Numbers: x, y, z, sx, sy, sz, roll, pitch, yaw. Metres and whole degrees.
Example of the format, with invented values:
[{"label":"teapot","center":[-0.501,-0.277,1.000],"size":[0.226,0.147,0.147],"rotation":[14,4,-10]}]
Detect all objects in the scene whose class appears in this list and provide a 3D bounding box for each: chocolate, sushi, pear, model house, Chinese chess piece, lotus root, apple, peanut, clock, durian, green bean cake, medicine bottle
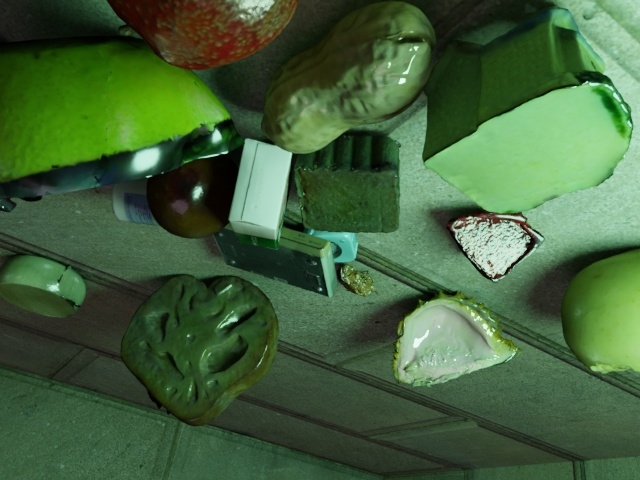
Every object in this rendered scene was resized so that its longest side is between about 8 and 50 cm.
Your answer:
[{"label":"chocolate","center":[-0.209,-0.083,0.945],"size":[0.177,0.176,0.176],"rotation":[7,149,4]},{"label":"sushi","center":[0.083,0.093,1.284],"size":[0.118,0.061,0.060],"rotation":[20,174,-29]},{"label":"pear","center":[-0.315,-0.180,0.755],"size":[0.399,0.399,0.165],"rotation":[-1,108,18]},{"label":"model house","center":[0.250,-0.171,0.688],"size":[0.195,0.189,0.214],"rotation":[22,145,-35]},{"label":"Chinese chess piece","center":[-0.760,0.128,1.553],"size":[0.238,0.092,0.237],"rotation":[8,148,5]},{"label":"lotus root","center":[-0.293,0.259,1.386],"size":[0.391,0.374,0.111],"rotation":[-8,151,7]},{"label":"apple","center":[0.587,0.141,1.047],"size":[0.279,0.279,0.279],"rotation":[7,149,4]},{"label":"peanut","center":[0.025,-0.203,0.757],"size":[0.149,0.149,0.313],"rotation":[32,145,-32]},{"label":"clock","center":[0.000,0.001,1.176],"size":[0.147,0.045,0.108],"rotation":[3,147,14]},{"label":"durian","center":[0.295,0.207,1.339],"size":[0.305,0.185,0.195],"rotation":[-14,122,28]},{"label":"green bean cake","center":[0.049,-0.096,0.956],"size":[0.173,0.094,0.181],"rotation":[2,147,11]},{"label":"medicine bottle","center":[-0.288,-0.076,1.076],"size":[0.187,0.102,0.102],"rotation":[8,149,4]}]

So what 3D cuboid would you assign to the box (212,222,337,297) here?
[{"label":"box","center":[-0.100,0.030,1.195],"size":[0.270,0.045,0.210],"rotation":[17,151,15]}]

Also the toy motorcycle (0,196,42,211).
[{"label":"toy motorcycle","center":[-0.678,-0.113,1.145],"size":[0.213,0.082,0.122],"rotation":[0,149,13]}]

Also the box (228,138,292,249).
[{"label":"box","center":[-0.096,-0.069,0.947],"size":[0.081,0.135,0.199],"rotation":[10,170,0]}]

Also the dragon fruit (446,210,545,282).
[{"label":"dragon fruit","center":[0.310,-0.012,1.049],"size":[0.161,0.120,0.127],"rotation":[45,-176,-8]}]

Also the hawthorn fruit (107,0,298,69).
[{"label":"hawthorn fruit","center":[-0.142,-0.286,0.614],"size":[0.253,0.205,0.205],"rotation":[-10,144,40]}]
